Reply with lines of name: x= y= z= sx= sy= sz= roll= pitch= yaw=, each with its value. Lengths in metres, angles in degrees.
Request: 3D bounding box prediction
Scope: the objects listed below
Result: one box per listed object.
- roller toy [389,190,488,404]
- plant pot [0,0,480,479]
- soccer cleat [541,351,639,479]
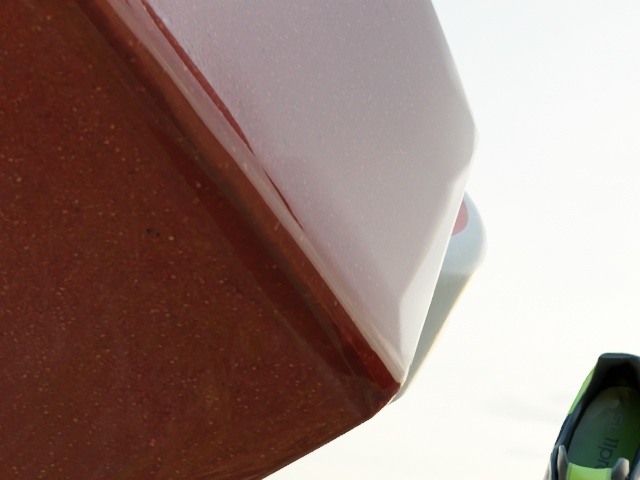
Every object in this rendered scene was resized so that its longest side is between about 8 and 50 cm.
roller toy: x=0.000 y=0.000 z=0.994 sx=0.191 sy=0.146 sz=0.209 roll=-6 pitch=41 yaw=-50
plant pot: x=-0.097 y=-0.038 z=0.516 sx=0.267 sy=0.267 sz=0.236 roll=-32 pitch=-73 yaw=28
soccer cleat: x=0.109 y=0.130 z=0.661 sx=0.060 sy=0.179 sz=0.072 roll=9 pitch=-29 yaw=17
